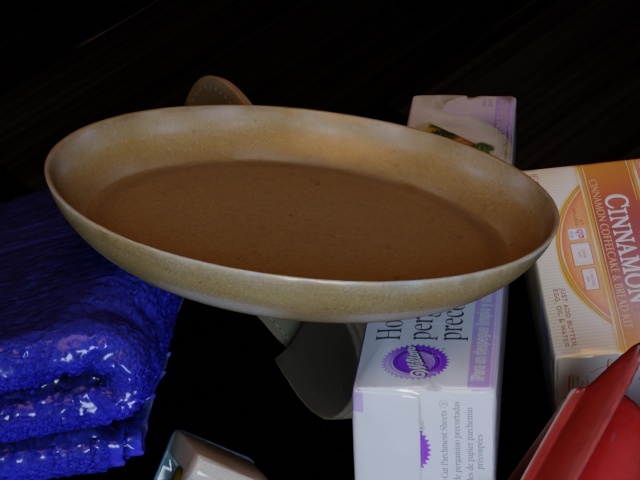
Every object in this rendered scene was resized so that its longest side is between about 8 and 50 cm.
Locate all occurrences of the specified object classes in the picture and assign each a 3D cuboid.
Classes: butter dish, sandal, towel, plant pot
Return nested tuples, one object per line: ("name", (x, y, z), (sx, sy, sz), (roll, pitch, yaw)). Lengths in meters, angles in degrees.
("butter dish", (0.123, 0.154, 0.768), (0.118, 0.160, 0.160), (32, 53, 6))
("sandal", (-0.003, 0.005, 0.989), (0.079, 0.088, 0.240), (3, 42, -35))
("towel", (-0.163, 0.045, 0.869), (0.228, 0.076, 0.308), (-15, 16, 9))
("plant pot", (-0.009, -0.013, 0.815), (0.236, 0.032, 0.236), (5, 21, -2))

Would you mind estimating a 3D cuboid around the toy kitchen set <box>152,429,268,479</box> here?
("toy kitchen set", (-0.151, 0.137, 0.777), (0.207, 0.122, 0.166), (24, 83, -17))

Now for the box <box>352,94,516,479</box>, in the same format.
("box", (0.064, 0.016, 0.894), (0.063, 0.067, 0.324), (0, 28, 8))

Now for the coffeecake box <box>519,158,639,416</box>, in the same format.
("coffeecake box", (0.205, 0.023, 0.925), (0.186, 0.068, 0.142), (-6, 43, 1))
